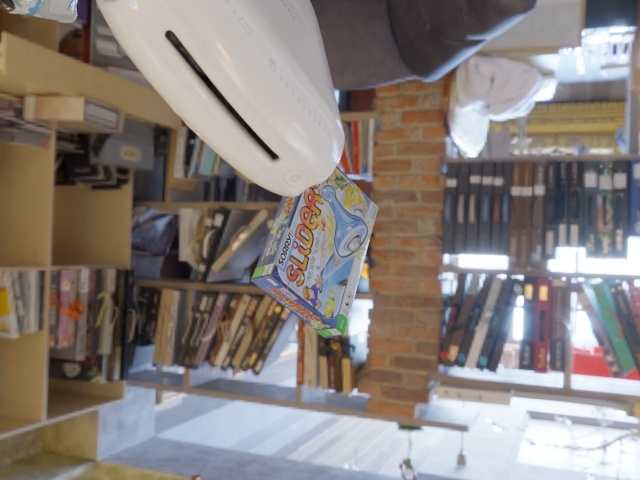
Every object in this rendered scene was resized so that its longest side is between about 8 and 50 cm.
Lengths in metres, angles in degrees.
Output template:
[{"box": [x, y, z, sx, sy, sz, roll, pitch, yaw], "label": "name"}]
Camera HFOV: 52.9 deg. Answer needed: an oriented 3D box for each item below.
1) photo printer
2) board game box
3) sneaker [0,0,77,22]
[{"box": [-0.082, -0.203, 0.595, 0.107, 0.307, 0.256, -26, 135, 18], "label": "photo printer"}, {"box": [0.000, 0.000, 0.798, 0.035, 0.201, 0.136, -16, 135, 40], "label": "board game box"}, {"box": [-0.220, -0.286, 0.581, 0.071, 0.190, 0.083, 41, -162, 25], "label": "sneaker"}]
